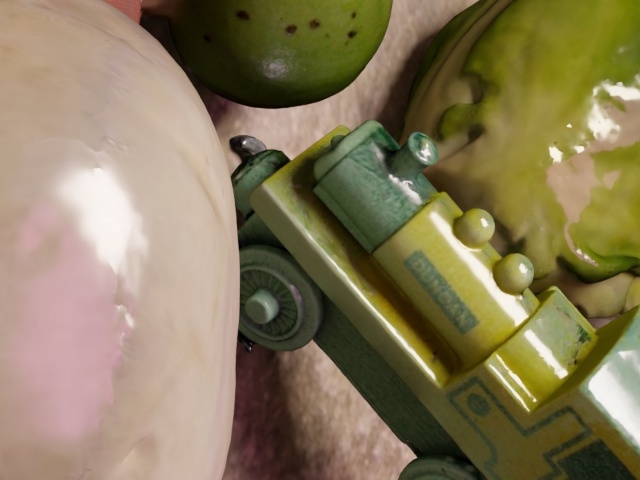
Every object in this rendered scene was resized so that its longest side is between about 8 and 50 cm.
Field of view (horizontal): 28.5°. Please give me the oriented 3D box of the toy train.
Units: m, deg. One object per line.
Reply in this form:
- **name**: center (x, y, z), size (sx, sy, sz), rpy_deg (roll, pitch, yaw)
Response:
- **toy train**: center (0.086, 0.059, 0.885), size (0.369, 0.237, 0.150), rpy_deg (49, 45, 1)

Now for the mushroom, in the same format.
- **mushroom**: center (-0.159, 0.057, 0.566), size (0.356, 0.315, 0.315), rpy_deg (-45, 123, -35)

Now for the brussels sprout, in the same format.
- **brussels sprout**: center (0.217, -0.092, 1.122), size (0.371, 0.276, 0.315), rpy_deg (-19, 117, -41)

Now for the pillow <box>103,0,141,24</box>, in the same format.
- **pillow**: center (-0.189, -0.078, 0.744), size (0.171, 0.075, 0.179), rpy_deg (-1, 101, -30)

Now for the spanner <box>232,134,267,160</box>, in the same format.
- **spanner**: center (0.000, 0.000, 1.041), size (0.254, 0.015, 0.054), rpy_deg (44, 55, -42)

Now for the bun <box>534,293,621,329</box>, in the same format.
- **bun**: center (0.300, 0.101, 1.308), size (0.263, 0.175, 0.263), rpy_deg (17, 90, -89)

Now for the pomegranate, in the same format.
- **pomegranate**: center (-0.060, -0.180, 0.859), size (0.224, 0.181, 0.182), rpy_deg (3, 87, -22)
